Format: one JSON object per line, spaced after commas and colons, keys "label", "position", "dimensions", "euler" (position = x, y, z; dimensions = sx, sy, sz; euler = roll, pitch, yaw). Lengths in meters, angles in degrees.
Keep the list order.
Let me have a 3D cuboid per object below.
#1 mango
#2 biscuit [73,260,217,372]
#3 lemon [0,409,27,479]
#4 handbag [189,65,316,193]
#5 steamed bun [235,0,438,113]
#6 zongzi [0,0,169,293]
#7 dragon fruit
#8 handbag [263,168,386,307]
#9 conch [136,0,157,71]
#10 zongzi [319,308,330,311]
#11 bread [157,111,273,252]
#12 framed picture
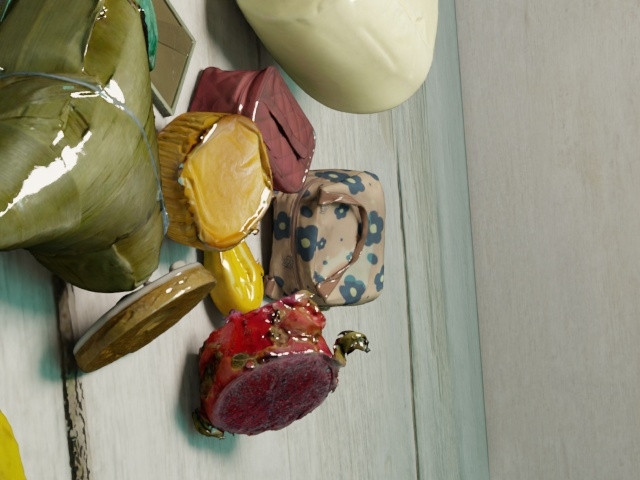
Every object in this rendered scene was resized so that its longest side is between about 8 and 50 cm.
{"label": "mango", "position": [-0.139, 0.044, 1.448], "dimensions": [0.101, 0.066, 0.187], "euler": [-35, 115, -55]}
{"label": "biscuit", "position": [-0.216, 0.088, 1.148], "dimensions": [0.049, 0.181, 0.208], "euler": [53, 28, 8]}
{"label": "lemon", "position": [-0.344, 0.185, 0.537], "dimensions": [0.349, 0.387, 0.350], "euler": [-9, 102, -48]}
{"label": "handbag", "position": [-0.101, -0.171, 1.476], "dimensions": [0.225, 0.135, 0.146], "euler": [58, 40, -52]}
{"label": "steamed bun", "position": [0.007, -0.465, 1.581], "dimensions": [0.371, 0.290, 0.456], "euler": [43, 45, -52]}
{"label": "zongzi", "position": [-0.257, -0.014, 0.926], "dimensions": [0.393, 0.174, 0.356], "euler": [-88, 177, -45]}
{"label": "dragon fruit", "position": [-0.076, 0.177, 1.405], "dimensions": [0.147, 0.282, 0.211], "euler": [59, 0, 39]}
{"label": "handbag", "position": [0.000, 0.000, 1.651], "dimensions": [0.193, 0.190, 0.252], "euler": [-7, 98, -57]}
{"label": "conch", "position": [-0.257, -0.282, 1.060], "dimensions": [0.202, 0.196, 0.134], "euler": [4, -105, 70]}
{"label": "zongzi", "position": [-0.005, 0.069, 1.799], "dimensions": [0.113, 0.052, 0.104], "euler": [50, 46, -36]}
{"label": "bread", "position": [-0.161, -0.085, 1.324], "dimensions": [0.199, 0.104, 0.199], "euler": [-21, 117, -48]}
{"label": "framed picture", "position": [-0.240, -0.291, 1.306], "dimensions": [0.203, 0.015, 0.150], "euler": [56, 37, -51]}
